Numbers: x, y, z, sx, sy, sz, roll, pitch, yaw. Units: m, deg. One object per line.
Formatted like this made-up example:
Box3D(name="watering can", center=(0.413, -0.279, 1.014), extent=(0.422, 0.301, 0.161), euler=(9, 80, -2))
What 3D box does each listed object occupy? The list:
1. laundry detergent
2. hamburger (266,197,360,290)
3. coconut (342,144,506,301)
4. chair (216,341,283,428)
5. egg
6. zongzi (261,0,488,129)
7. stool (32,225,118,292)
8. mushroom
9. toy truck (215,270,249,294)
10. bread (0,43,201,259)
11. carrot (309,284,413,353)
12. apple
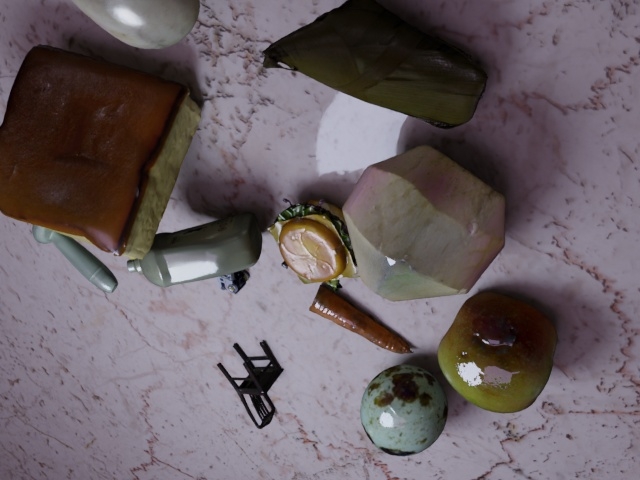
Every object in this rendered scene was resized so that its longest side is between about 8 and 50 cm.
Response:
Box3D(name="laundry detergent", center=(-0.243, 0.020, 1.547), extent=(0.253, 0.181, 0.091), euler=(-13, 111, 8))
Box3D(name="hamburger", center=(-0.001, 0.003, 1.488), extent=(0.164, 0.093, 0.189), euler=(2, 123, 32))
Box3D(name="coconut", center=(0.160, -0.012, 1.291), extent=(0.259, 0.259, 0.259), euler=(16, 131, 20))
Box3D(name="chair", center=(-0.131, 0.334, 1.834), extent=(0.101, 0.084, 0.212), euler=(-9, 119, 40))
Box3D(name="egg", center=(0.161, 0.340, 1.604), extent=(0.169, 0.169, 0.231), euler=(27, 146, 10))
Box3D(name="zongzi", center=(0.087, -0.225, 1.122), extent=(0.260, 0.289, 0.123), euler=(32, 121, 7))
Box3D(name="stool", center=(-0.447, -0.039, 1.662), extent=(0.199, 0.195, 0.195), euler=(29, 134, 1))
Box3D(name="mushroom", center=(-0.295, -0.419, 1.271), extent=(0.246, 0.202, 0.246), euler=(32, 177, 2))
Box3D(name="toy truck", center=(-0.191, 0.047, 1.666), extent=(0.063, 0.052, 0.123), euler=(13, 129, 28))
Box3D(name="bread", center=(-0.416, -0.159, 1.475), extent=(0.333, 0.143, 0.323), euler=(17, 86, 16))
Box3D(name="carrot", center=(0.082, 0.167, 1.603), extent=(0.224, 0.057, 0.057), euler=(31, 134, 0))
Box3D(name="apple", center=(0.302, 0.198, 1.415), extent=(0.188, 0.174, 0.207), euler=(22, 117, 11))
